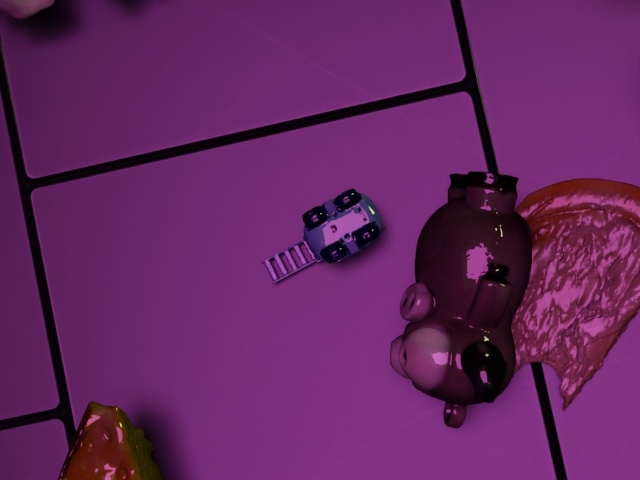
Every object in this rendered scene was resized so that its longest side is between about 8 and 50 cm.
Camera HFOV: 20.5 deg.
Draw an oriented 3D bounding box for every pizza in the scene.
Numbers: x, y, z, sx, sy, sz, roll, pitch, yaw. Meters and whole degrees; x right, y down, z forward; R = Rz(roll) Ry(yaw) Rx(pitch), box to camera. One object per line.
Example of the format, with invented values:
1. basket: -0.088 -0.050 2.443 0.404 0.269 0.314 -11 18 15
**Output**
1. pizza: 0.254 0.051 1.839 0.181 0.034 0.262 30 89 8

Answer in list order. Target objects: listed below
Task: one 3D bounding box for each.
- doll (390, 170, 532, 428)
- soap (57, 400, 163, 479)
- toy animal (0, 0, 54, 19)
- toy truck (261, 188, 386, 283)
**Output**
1. doll: 0.147 0.059 1.780 0.117 0.182 0.257 15 86 -12
2. soap: -0.145 0.367 1.790 0.304 0.169 0.338 20 89 8
3. toy animal: -0.291 -0.394 1.860 0.310 0.183 0.247 -42 115 4
4. toy truck: 0.000 0.000 1.852 0.136 0.074 0.063 -27 82 3
